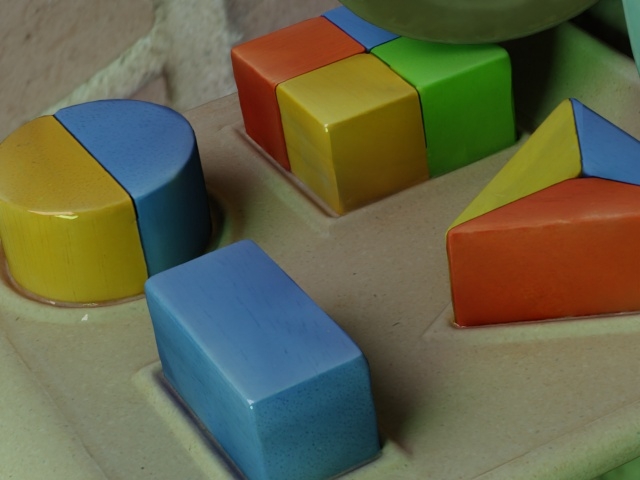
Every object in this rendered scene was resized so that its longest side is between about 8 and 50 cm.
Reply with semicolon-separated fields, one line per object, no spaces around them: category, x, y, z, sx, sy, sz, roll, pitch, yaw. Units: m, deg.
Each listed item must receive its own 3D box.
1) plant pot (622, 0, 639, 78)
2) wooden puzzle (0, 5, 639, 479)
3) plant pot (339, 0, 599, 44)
plant pot;0.241;-0.068;0.564;0.248;0.247;0.252;-6;77;43
wooden puzzle;0.000;0.000;0.761;0.348;0.080;0.322;-26;38;-16
plant pot;0.055;-0.215;0.817;0.263;0.263;0.229;-30;44;29
